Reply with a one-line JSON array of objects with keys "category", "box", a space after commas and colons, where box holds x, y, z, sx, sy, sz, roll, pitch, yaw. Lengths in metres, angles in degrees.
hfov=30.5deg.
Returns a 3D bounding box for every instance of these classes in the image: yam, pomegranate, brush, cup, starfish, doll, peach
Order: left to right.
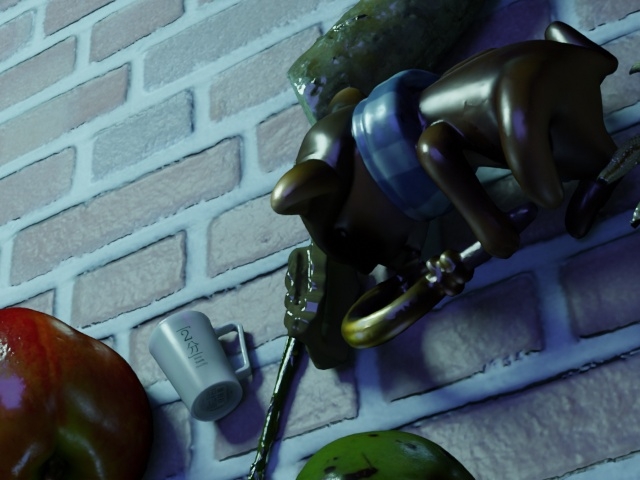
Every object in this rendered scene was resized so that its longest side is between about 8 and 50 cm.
[{"category": "peach", "box": [-0.328, 0.190, 1.322, 0.248, 0.245, 0.274, -25, 30, -19]}, {"category": "cup", "box": [-0.123, 0.132, 1.300, 0.104, 0.074, 0.116, -23, 47, -17]}, {"category": "brush", "box": [0.000, 0.000, 1.294, 0.071, 0.084, 0.301, -22, 44, 23]}, {"category": "pomegranate", "box": [0.041, 0.271, 1.015, 0.248, 0.202, 0.202, -50, 36, 40]}, {"category": "yam", "box": [0.086, -0.239, 1.354, 0.330, 0.133, 0.133, -49, 45, -7]}, {"category": "doll", "box": [0.133, -0.069, 1.164, 0.339, 0.209, 0.318, -19, 36, 26]}, {"category": "starfish", "box": [0.353, -0.084, 1.092, 0.223, 0.050, 0.217, -34, 57, -16]}]

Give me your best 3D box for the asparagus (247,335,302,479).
[{"category": "asparagus", "box": [-0.054, 0.191, 1.234, 0.023, 0.022, 0.233, 11, 64, 16]}]
